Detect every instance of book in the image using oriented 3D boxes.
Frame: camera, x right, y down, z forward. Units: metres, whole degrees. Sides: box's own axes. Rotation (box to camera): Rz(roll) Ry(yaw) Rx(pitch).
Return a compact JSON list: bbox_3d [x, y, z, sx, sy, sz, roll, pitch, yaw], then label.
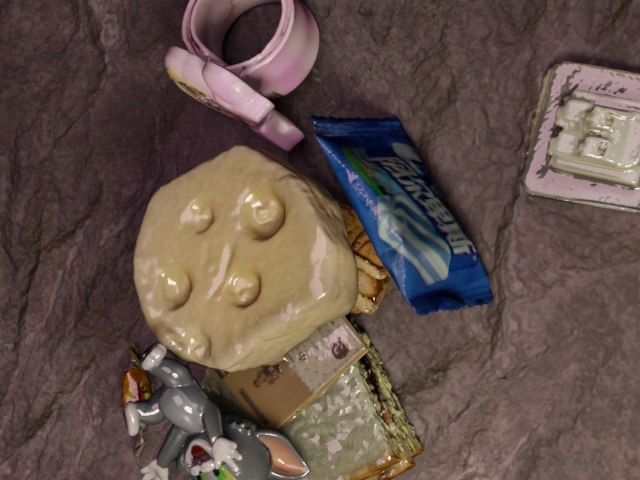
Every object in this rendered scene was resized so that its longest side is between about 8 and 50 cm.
[{"bbox_3d":[-0.044,0.163,1.818,0.199,0.016,0.138,-43,72,13],"label":"book"}]

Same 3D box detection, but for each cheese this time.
[{"bbox_3d":[-0.103,0.032,1.791,0.326,0.115,0.318,20,89,30],"label":"cheese"}]

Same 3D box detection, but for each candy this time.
[{"bbox_3d":[0.118,-0.043,1.839,0.077,0.187,0.331,-45,64,38],"label":"candy"},{"bbox_3d":[-0.284,0.246,2.028,0.046,0.053,0.182,-6,83,14],"label":"candy"}]

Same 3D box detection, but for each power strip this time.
[{"bbox_3d":[0.389,-0.146,1.797,0.213,0.064,0.198,11,90,22],"label":"power strip"}]

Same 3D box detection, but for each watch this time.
[{"bbox_3d":[-0.103,-0.292,1.954,0.248,0.211,0.217,30,86,31],"label":"watch"}]

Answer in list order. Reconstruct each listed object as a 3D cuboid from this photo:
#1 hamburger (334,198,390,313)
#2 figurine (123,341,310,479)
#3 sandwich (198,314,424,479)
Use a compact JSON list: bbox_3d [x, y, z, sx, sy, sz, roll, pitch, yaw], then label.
[{"bbox_3d":[0.000,0.000,1.910,0.262,0.131,0.124,29,136,18],"label":"hamburger"},{"bbox_3d":[-0.171,0.262,1.775,0.193,0.140,0.265,-33,90,27],"label":"figurine"},{"bbox_3d":[-0.036,0.233,1.885,0.262,0.131,0.325,-31,72,17],"label":"sandwich"}]
